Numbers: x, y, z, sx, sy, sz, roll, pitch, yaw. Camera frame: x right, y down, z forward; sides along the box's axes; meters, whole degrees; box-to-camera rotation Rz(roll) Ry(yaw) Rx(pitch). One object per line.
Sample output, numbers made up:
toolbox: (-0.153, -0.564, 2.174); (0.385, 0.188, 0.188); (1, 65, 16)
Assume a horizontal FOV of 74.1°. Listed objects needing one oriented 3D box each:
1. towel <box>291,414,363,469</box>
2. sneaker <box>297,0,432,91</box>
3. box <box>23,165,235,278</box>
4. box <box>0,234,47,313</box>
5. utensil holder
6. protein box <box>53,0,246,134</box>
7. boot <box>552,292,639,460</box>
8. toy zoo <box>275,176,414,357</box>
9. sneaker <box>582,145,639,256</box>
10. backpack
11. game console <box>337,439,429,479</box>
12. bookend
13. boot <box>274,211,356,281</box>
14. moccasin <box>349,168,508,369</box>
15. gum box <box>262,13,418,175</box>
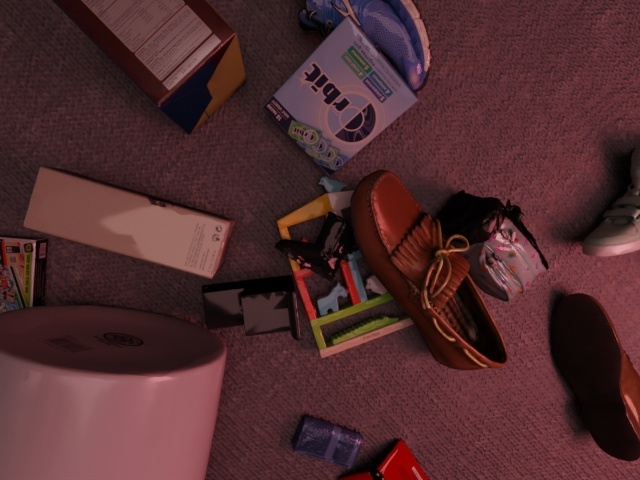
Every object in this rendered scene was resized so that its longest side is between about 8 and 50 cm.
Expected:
towel: (0.013, 0.360, 0.758); (0.120, 0.029, 0.067); (22, 91, -7)
sneaker: (0.048, -0.361, 0.675); (0.147, 0.130, 0.330); (-41, 94, 13)
box: (-0.280, -0.027, 0.657); (0.276, 0.113, 0.094); (17, 92, -8)
box: (-0.510, 0.095, 0.678); (0.114, 0.036, 0.206); (5, 94, -6)
utensil holder: (-0.314, 0.311, 0.578); (0.328, 0.327, 0.384); (12, 90, -7)
protein box: (-0.228, -0.284, 0.597); (0.136, 0.200, 0.201); (-44, 97, -2)
boot: (0.525, 0.232, 0.786); (0.115, 0.112, 0.304); (-20, 92, -34)
toy zoo: (0.045, 0.033, 0.729); (0.193, 0.030, 0.292); (-19, 96, -8)
sneaker: (0.546, -0.081, 0.748); (0.256, 0.094, 0.150); (-30, 103, -13)
backpack: (0.288, 0.012, 0.715); (0.115, 0.152, 0.182); (-43, 110, 4)
game console: (0.126, 0.459, 0.786); (0.124, 0.085, 0.143); (-37, 99, -34)
bookend: (-0.115, 0.108, 0.661); (0.157, 0.157, 0.072); (-6, 95, -6)
boot: (0.000, 0.000, 0.681); (0.121, 0.045, 0.099); (30, 91, -17)
moccasin: (0.176, 0.057, 0.660); (0.139, 0.147, 0.379); (-38, 106, -31)
gum box: (0.029, -0.217, 0.659); (0.184, 0.041, 0.157); (-37, 108, 27)
